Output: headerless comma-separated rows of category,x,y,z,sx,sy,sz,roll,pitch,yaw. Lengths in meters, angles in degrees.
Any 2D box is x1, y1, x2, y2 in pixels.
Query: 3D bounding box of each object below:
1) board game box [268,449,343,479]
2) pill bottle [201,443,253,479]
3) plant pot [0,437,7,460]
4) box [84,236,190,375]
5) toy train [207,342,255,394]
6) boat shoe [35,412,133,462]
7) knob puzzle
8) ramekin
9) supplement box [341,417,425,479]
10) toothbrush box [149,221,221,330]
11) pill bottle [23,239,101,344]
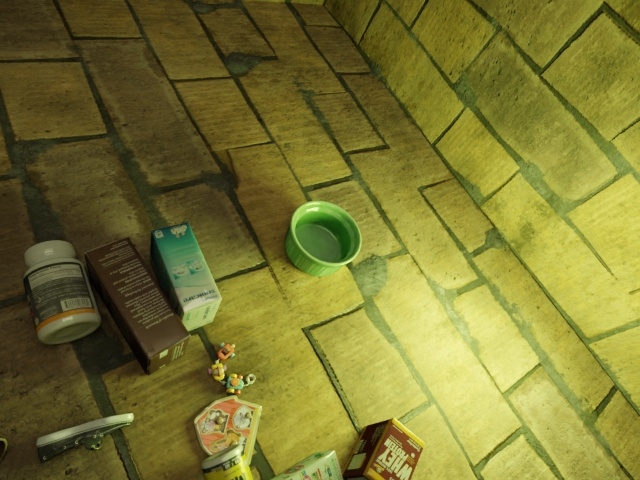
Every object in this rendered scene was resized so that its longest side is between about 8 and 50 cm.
board game box,-0.051,0.750,1.093,0.304,0.098,0.223,-1,66,-48
pill bottle,-0.240,0.690,1.101,0.119,0.119,0.208,-15,75,-31
plant pot,-0.868,0.502,0.922,0.165,0.167,0.167,26,52,4
box,-0.562,0.200,1.228,0.143,0.191,0.381,-26,74,-35
toy train,-0.291,0.416,1.305,0.166,0.046,0.125,46,53,9
boat shoe,-0.620,0.526,1.065,0.229,0.080,0.076,-7,69,-27
knob puzzle,-0.287,0.569,1.219,0.213,0.030,0.213,12,56,-18
ramekin,0.000,0.000,1.641,0.304,0.148,0.303,12,55,-17
supplement box,0.192,0.690,1.257,0.129,0.194,0.191,39,52,2
toothbrush box,-0.449,0.125,1.313,0.126,0.216,0.295,-18,70,-32
pill bottle,-0.769,0.149,1.184,0.162,0.162,0.278,-17,67,-32
